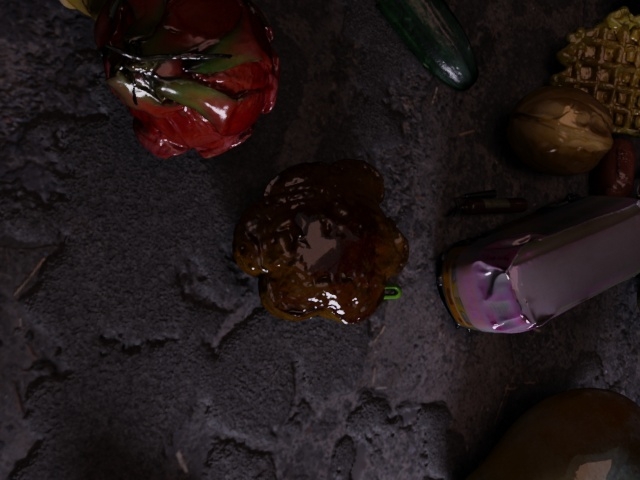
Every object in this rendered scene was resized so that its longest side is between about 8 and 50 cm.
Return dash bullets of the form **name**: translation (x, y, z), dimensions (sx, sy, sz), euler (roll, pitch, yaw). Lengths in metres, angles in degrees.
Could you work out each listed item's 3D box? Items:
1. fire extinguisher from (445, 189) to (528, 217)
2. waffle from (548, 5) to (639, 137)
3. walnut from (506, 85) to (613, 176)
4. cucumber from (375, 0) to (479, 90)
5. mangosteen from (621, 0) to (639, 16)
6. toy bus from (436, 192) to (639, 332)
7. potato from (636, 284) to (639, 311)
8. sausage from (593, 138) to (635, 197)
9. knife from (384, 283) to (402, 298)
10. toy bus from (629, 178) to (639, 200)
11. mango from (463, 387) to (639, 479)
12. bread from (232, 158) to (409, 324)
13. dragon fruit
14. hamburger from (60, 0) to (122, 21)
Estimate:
- **fire extinguisher**: translation (0.305, -0.070, 0.941), dimensions (0.173, 0.035, 0.048), euler (-4, 89, -27)
- **waffle**: translation (0.603, -0.324, 1.045), dimensions (0.262, 0.060, 0.280), euler (-37, 100, 4)
- **walnut**: translation (0.443, -0.200, 0.953), dimensions (0.207, 0.159, 0.158), euler (11, 80, -21)
- **cucumber**: translation (0.210, -0.379, 0.921), dimensions (0.244, 0.063, 0.115), euler (46, 70, -14)
- **mangosteen**: translation (0.768, -0.482, 1.091), dimensions (0.216, 0.216, 0.215), euler (3, 83, -23)
- **toy bus**: translation (0.396, 0.033, 0.899), dimensions (0.387, 0.162, 0.171), euler (-19, 93, -24)
- **potato**: translation (0.746, 0.106, 1.046), dimensions (0.252, 0.159, 0.174), euler (-28, 72, -15)
- **sausage**: translation (0.602, -0.143, 1.055), dimensions (0.076, 0.076, 0.141), euler (19, 78, -20)
- **knife**: translation (0.038, 0.093, 0.816), dimensions (0.212, 0.015, 0.054), euler (-1, 85, -23)
- **toy bus**: translation (0.774, -0.129, 1.094), dimensions (0.292, 0.126, 0.133), euler (-46, 125, -22)
- **mango**: translation (0.390, 0.382, 0.844), dimensions (0.385, 0.199, 0.221), euler (-21, 97, -11)
- **bread**: translation (-0.001, 0.013, 0.734), dimensions (0.247, 0.135, 0.231), euler (-20, 84, -26)
- **dragon fruit**: translation (-0.167, -0.200, 0.628), dimensions (0.234, 0.234, 0.293), euler (43, 32, -14)
- **hamburger**: translation (-0.294, -0.424, 0.601), dimensions (0.237, 0.276, 0.276), euler (35, 72, -12)
